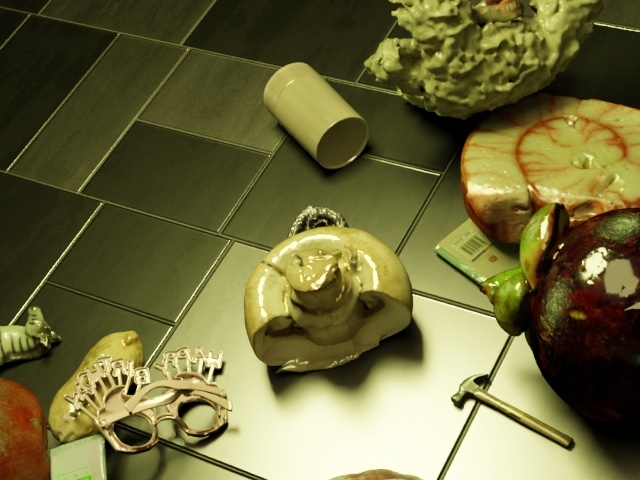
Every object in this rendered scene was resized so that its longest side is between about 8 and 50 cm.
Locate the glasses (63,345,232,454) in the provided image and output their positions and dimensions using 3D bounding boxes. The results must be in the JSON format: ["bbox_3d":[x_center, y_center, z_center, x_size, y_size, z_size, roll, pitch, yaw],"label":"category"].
[{"bbox_3d":[-0.242,0.212,1.849,0.255,0.095,0.162,-8,46,-27],"label":"glasses"}]

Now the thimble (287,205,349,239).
[{"bbox_3d":[0.000,0.002,2.014,0.095,0.066,0.104,3,55,20],"label":"thimble"}]

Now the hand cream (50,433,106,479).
[{"bbox_3d":[-0.327,0.382,1.729,0.079,0.050,0.275,1,43,-14],"label":"hand cream"}]

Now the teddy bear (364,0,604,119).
[{"bbox_3d":[0.226,-0.306,2.037,0.357,0.224,0.367,-9,4,-22],"label":"teddy bear"}]

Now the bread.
[{"bbox_3d":[0.383,-0.107,1.937,0.327,0.114,0.295,7,42,17],"label":"bread"}]

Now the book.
[{"bbox_3d":[0.341,0.022,1.924,0.215,0.025,0.282,-37,50,-16],"label":"book"}]

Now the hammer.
[{"bbox_3d":[0.273,0.239,1.769,0.182,0.017,0.062,26,62,30],"label":"hammer"}]

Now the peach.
[{"bbox_3d":[-0.495,0.308,1.787,0.252,0.252,0.252,-8,49,9],"label":"peach"}]

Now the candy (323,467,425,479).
[{"bbox_3d":[0.033,0.407,1.605,0.289,0.157,0.214,-20,34,8],"label":"candy"}]

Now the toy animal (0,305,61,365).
[{"bbox_3d":[-0.537,0.186,2.012,0.176,0.073,0.217,27,66,16],"label":"toy animal"}]

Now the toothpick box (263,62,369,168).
[{"bbox_3d":[-0.009,-0.215,2.167,0.111,0.111,0.181,-32,51,-12],"label":"toothpick box"}]

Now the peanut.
[{"bbox_3d":[-0.339,0.221,1.907,0.099,0.099,0.214,12,56,25],"label":"peanut"}]

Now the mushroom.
[{"bbox_3d":[-0.001,0.063,1.871,0.253,0.195,0.189,-21,51,4],"label":"mushroom"}]

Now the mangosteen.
[{"bbox_3d":[0.394,0.096,1.677,0.311,0.311,0.311,-8,49,9],"label":"mangosteen"}]
